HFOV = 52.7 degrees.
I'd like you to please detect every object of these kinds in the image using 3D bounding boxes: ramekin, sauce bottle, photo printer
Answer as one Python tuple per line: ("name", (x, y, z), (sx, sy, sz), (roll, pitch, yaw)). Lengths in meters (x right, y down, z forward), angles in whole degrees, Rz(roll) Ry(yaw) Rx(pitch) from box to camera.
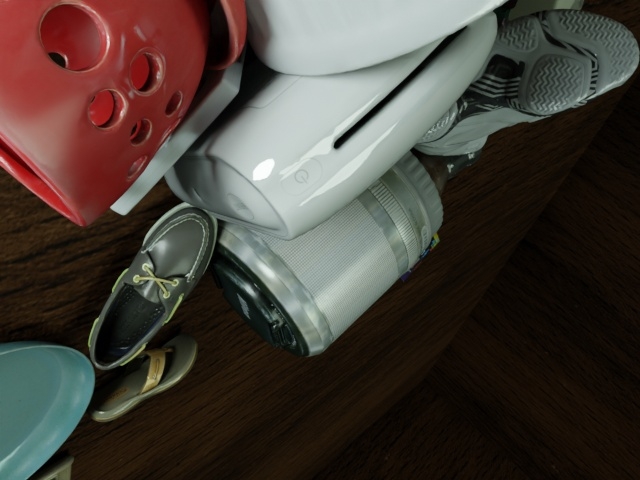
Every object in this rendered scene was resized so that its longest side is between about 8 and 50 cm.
("ramekin", (0.037, -0.253, 0.434), (0.277, 0.277, 0.135), (-45, 129, -9))
("sauce bottle", (0.128, -0.080, 1.091), (0.344, 0.111, 0.111), (-33, 154, -21))
("photo printer", (-0.007, -0.119, 0.577), (0.256, 0.107, 0.307), (-44, -159, -14))

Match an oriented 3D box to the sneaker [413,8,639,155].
("sneaker", (0.260, -0.222, 0.960), (0.366, 0.137, 0.210), (-12, 176, 15))

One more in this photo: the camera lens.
("camera lens", (0.000, 0.000, 0.862), (0.274, 0.219, 0.219), (-41, 157, -19))

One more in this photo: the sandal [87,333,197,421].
("sandal", (-0.253, 0.188, 0.924), (0.180, 0.072, 0.049), (-32, 132, -28))

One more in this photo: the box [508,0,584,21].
("box", (0.376, -0.398, 1.087), (0.113, 0.094, 0.275), (-44, 159, -13))

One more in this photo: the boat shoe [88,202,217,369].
("boat shoe", (-0.194, 0.057, 0.753), (0.227, 0.081, 0.068), (-54, -167, 17))

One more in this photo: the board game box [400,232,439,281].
("board game box", (0.217, 0.019, 1.552), (0.141, 0.048, 0.170), (-50, 159, 0))

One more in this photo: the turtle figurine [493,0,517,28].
("turtle figurine", (0.281, -0.398, 0.873), (0.234, 0.118, 0.175), (107, 7, -59))

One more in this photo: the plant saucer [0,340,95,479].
("plant saucer", (-0.401, 0.223, 0.713), (0.317, 0.044, 0.317), (-41, 158, -20))

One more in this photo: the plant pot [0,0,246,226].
("plant pot", (-0.157, -0.133, 0.393), (0.174, 0.191, 0.191), (-52, 160, -17))

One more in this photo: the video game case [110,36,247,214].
("video game case", (-0.115, -0.113, 0.538), (0.019, 0.143, 0.157), (33, 125, -28))

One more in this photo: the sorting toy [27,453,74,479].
("sorting toy", (-0.493, 0.449, 0.918), (0.307, 0.041, 0.229), (-26, 149, -45))
